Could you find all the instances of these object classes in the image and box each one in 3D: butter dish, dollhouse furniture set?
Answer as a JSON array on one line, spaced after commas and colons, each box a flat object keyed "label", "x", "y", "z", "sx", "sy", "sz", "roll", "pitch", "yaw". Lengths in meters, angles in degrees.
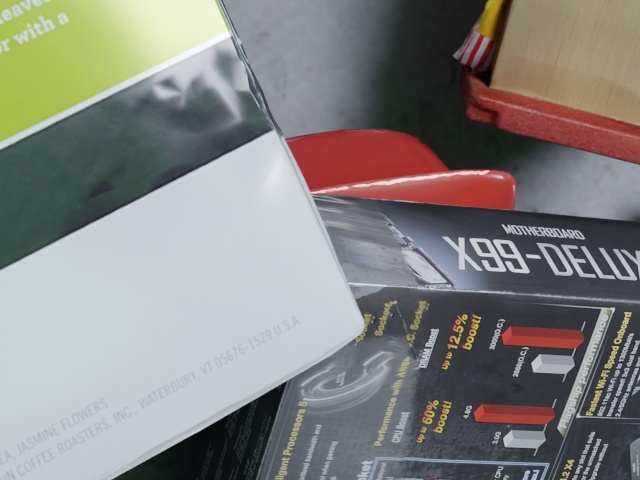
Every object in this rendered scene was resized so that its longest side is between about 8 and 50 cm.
[{"label": "butter dish", "x": 0.000, "y": 0.000, "z": 0.935, "sx": 0.160, "sy": 0.118, "sz": 0.160, "roll": -7, "pitch": 137, "yaw": -14}, {"label": "dollhouse furniture set", "x": 0.025, "y": -0.188, "z": 0.915, "sx": 0.374, "sy": 0.152, "sz": 0.201, "roll": 16, "pitch": 108, "yaw": 1}]

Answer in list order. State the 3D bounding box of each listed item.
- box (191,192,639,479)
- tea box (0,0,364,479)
[{"label": "box", "x": 0.061, "y": 0.132, "z": 0.912, "sx": 0.242, "sy": 0.076, "sz": 0.307, "roll": 4, "pitch": 121, "yaw": -21}, {"label": "tea box", "x": -0.190, "y": -0.072, "z": 0.731, "sx": 0.220, "sy": 0.329, "sz": 0.323, "roll": -28, "pitch": 102, "yaw": -18}]
